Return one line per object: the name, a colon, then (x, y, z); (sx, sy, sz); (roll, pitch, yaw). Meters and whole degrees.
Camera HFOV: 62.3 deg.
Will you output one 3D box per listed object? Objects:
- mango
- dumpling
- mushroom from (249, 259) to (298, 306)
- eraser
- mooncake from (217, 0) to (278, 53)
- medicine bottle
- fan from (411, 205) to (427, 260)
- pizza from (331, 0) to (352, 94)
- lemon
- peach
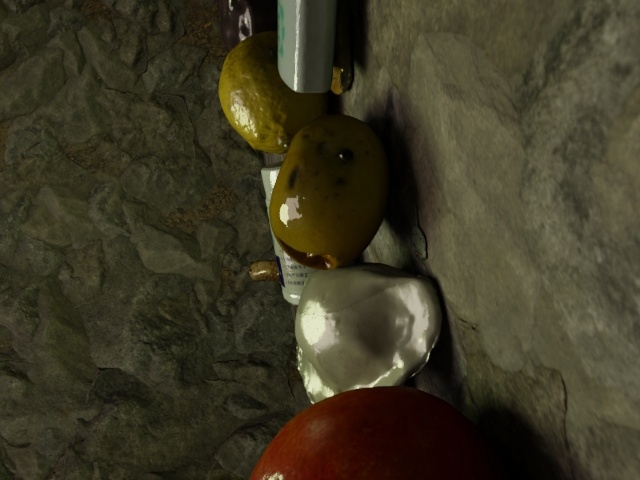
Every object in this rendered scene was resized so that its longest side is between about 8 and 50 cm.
mango: (0.019, -0.090, 0.918); (0.365, 0.182, 0.253); (-76, 3, -77)
dumpling: (0.056, 0.166, 0.895); (0.181, 0.340, 0.260); (27, -109, -55)
mushroom: (-0.078, 0.122, 1.814); (0.267, 0.254, 0.267); (50, 172, 10)
eraser: (-0.021, -0.421, 0.894); (0.189, 0.104, 0.290); (-112, 20, -49)
mooncake: (-0.166, -0.593, 1.460); (0.350, 0.212, 0.382); (154, 102, -74)
medicine bottle: (-0.022, -0.033, 1.246); (0.190, 0.189, 0.333); (-133, 33, -73)
fan: (0.149, -0.012, 0.806); (0.056, 0.004, 0.083); (-126, 27, -69)
pizza: (0.026, -0.392, 1.006); (0.262, 0.034, 0.181); (94, 163, -57)
lemon: (-0.101, -0.330, 1.205); (0.254, 0.253, 0.311); (94, 158, -58)
peach: (0.083, 0.364, 0.619); (0.388, 0.387, 0.389); (169, 90, -81)
